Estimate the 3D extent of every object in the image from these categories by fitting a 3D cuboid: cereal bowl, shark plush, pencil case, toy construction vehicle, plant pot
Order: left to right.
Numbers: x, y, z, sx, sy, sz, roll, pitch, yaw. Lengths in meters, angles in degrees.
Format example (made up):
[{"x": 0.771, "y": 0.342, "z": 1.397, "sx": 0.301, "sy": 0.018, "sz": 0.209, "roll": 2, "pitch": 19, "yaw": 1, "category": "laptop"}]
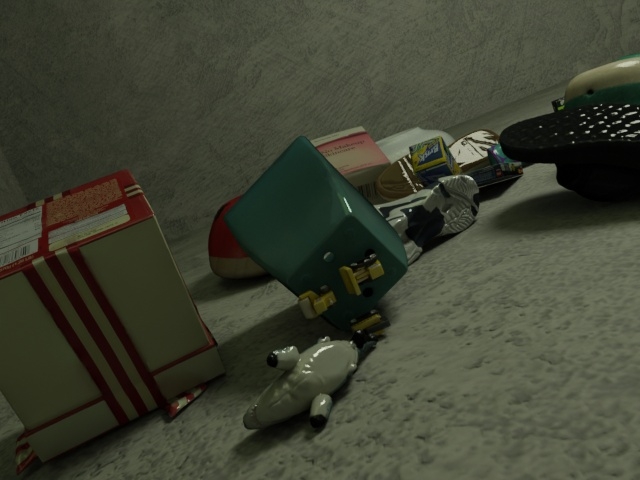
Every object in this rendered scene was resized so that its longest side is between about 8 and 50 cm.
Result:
[{"x": -0.005, "y": 0.118, "z": 0.539, "sx": 0.161, "sy": 0.073, "sz": 0.067, "roll": -40, "pitch": -11, "yaw": -47, "category": "shark plush"}, {"x": 0.000, "y": 0.000, "z": 0.731, "sx": 0.166, "sy": 0.165, "sz": 0.234, "roll": -46, "pitch": 25, "yaw": 5, "category": "plant pot"}, {"x": 0.032, "y": 0.072, "z": 0.603, "sx": 0.098, "sy": 0.086, "sz": 0.035, "roll": -23, "pitch": 16, "yaw": -7, "category": "toy construction vehicle"}, {"x": 0.231, "y": -0.233, "z": 1.644, "sx": 0.338, "sy": 0.141, "sz": 0.339, "roll": -21, "pitch": 10, "yaw": 4, "category": "cereal bowl"}, {"x": 0.426, "y": -0.190, "z": 1.189, "sx": 0.151, "sy": 0.065, "sz": 0.070, "roll": -23, "pitch": 48, "yaw": 2, "category": "pencil case"}]

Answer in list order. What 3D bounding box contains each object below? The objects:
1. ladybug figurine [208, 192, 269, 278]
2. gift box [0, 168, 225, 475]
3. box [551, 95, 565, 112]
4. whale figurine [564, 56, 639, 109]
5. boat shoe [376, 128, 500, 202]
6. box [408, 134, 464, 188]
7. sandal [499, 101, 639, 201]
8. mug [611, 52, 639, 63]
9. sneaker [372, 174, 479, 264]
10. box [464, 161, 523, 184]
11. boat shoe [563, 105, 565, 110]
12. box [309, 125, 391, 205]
[{"x": -0.122, "y": -0.035, "z": 1.296, "sx": 0.304, "sy": 0.162, "sz": 0.449, "roll": -24, "pitch": 10, "yaw": -9, "category": "ladybug figurine"}, {"x": -0.278, "y": 0.099, "z": 0.690, "sx": 0.254, "sy": 0.258, "sz": 0.276, "roll": -22, "pitch": 29, "yaw": -11, "category": "gift box"}, {"x": 0.687, "y": -0.368, "z": 1.568, "sx": 0.083, "sy": 0.062, "sz": 0.052, "roll": -21, "pitch": 11, "yaw": 12, "category": "box"}, {"x": 0.545, "y": -0.218, "z": 0.976, "sx": 0.271, "sy": 0.141, "sz": 0.216, "roll": 0, "pitch": -3, "yaw": -31, "category": "whale figurine"}, {"x": 0.262, "y": -0.145, "z": 1.261, "sx": 0.302, "sy": 0.109, "sz": 0.098, "roll": -25, "pitch": -29, "yaw": -12, "category": "boat shoe"}, {"x": 0.208, "y": -0.106, "z": 0.973, "sx": 0.059, "sy": 0.054, "sz": 0.169, "roll": -18, "pitch": -31, "yaw": 23, "category": "box"}, {"x": 0.397, "y": -0.100, "z": 0.729, "sx": 0.167, "sy": 0.107, "sz": 0.445, "roll": -24, "pitch": 22, "yaw": -18, "category": "sandal"}, {"x": 0.636, "y": -0.292, "z": 1.144, "sx": 0.129, "sy": 0.158, "sz": 0.097, "roll": 3, "pitch": 16, "yaw": 5, "category": "mug"}, {"x": 0.135, "y": -0.036, "z": 0.920, "sx": 0.235, "sy": 0.094, "sz": 0.153, "roll": -39, "pitch": 25, "yaw": -27, "category": "sneaker"}, {"x": 0.320, "y": -0.123, "z": 1.089, "sx": 0.093, "sy": 0.027, "sz": 0.137, "roll": -15, "pitch": -1, "yaw": 36, "category": "box"}, {"x": 0.653, "y": -0.299, "z": 1.256, "sx": 0.227, "sy": 0.069, "sz": 0.081, "roll": -16, "pitch": 12, "yaw": 36, "category": "boat shoe"}, {"x": 0.074, "y": -0.163, "z": 1.380, "sx": 0.148, "sy": 0.127, "sz": 0.232, "roll": -17, "pitch": 34, "yaw": -5, "category": "box"}]
